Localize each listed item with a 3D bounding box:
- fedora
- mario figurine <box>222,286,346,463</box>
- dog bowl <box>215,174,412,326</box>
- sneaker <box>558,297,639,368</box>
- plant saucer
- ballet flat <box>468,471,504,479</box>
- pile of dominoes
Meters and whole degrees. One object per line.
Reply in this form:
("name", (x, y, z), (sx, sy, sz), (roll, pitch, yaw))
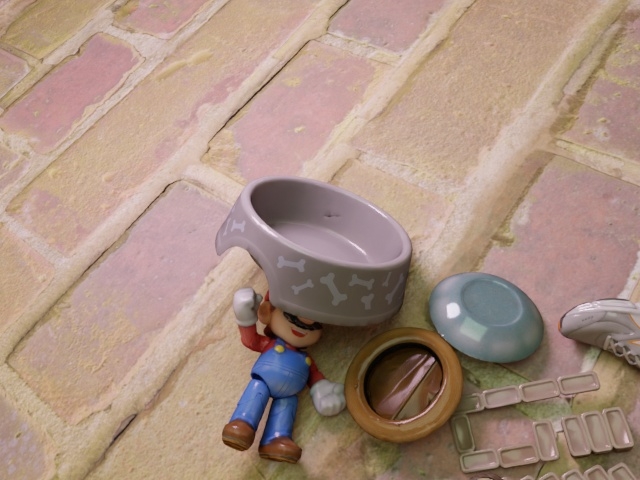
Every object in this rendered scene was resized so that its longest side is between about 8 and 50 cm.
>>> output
("fedora", (0.137, 0.237, 0.951), (0.195, 0.079, 0.194), (-7, 58, 12))
("mario figurine", (-0.054, 0.187, 0.970), (0.170, 0.198, 0.320), (-2, 60, 28))
("dog bowl", (0.000, 0.000, 1.020), (0.349, 0.102, 0.348), (16, 27, -8))
("sneaker", (0.503, 0.166, 0.899), (0.263, 0.099, 0.120), (5, 63, 18))
("plant saucer", (0.281, 0.113, 0.983), (0.195, 0.037, 0.194), (4, 45, -4))
("ballet flat", (0.187, 0.434, 0.814), (0.084, 0.058, 0.249), (27, 70, 33))
("pile of dominoes", (0.334, 0.315, 0.889), (0.252, 0.040, 0.195), (-15, 57, 14))
